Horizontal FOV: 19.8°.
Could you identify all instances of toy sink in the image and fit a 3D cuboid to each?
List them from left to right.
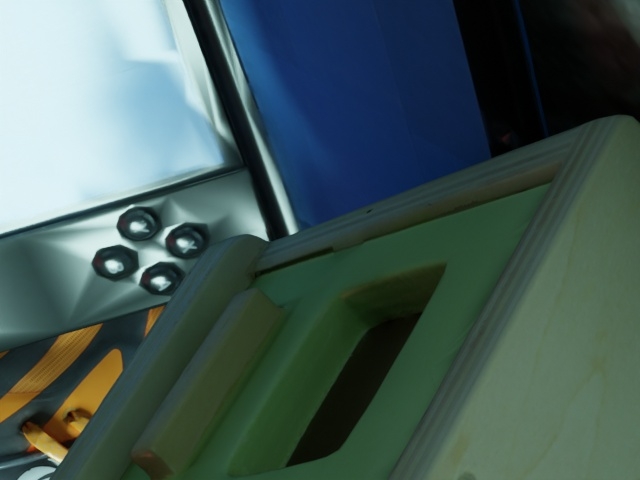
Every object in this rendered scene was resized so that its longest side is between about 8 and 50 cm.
[{"bbox_3d":[0.008,0.081,0.528,0.131,0.152,0.234,47,142,-19],"label":"toy sink"}]

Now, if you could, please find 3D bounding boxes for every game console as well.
[{"bbox_3d":[-0.067,-0.047,0.582,0.173,0.250,0.293,-102,-5,-51],"label":"game console"}]

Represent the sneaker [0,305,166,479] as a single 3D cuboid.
[{"bbox_3d":[-0.046,0.096,0.783,0.321,0.180,0.124,48,166,27],"label":"sneaker"}]
